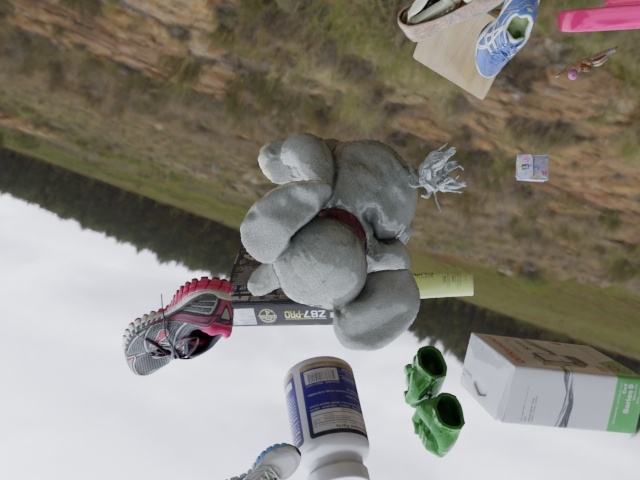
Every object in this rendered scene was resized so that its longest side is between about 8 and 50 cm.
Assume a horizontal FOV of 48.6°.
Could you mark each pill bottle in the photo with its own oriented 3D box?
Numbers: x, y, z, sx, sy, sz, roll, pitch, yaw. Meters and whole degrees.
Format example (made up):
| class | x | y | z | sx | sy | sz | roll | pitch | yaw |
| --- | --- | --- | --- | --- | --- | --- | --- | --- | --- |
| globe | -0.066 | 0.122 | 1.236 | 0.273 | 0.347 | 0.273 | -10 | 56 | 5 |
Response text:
| class | x | y | z | sx | sy | sz | roll | pitch | yaw |
| --- | --- | --- | --- | --- | --- | --- | --- | --- | --- |
| pill bottle | 0.015 | 0.381 | 1.431 | 0.153 | 0.153 | 0.265 | 22 | -141 | -32 |

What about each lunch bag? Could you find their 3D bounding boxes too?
| class | x | y | z | sx | sy | sz | roll | pitch | yaw |
| --- | --- | --- | --- | --- | --- | --- | --- | --- | --- |
| lunch bag | 0.574 | -0.196 | 1.924 | 0.083 | 0.071 | 0.053 | 4 | 177 | -1 |

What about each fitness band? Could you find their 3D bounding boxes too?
| class | x | y | z | sx | sy | sz | roll | pitch | yaw |
| --- | --- | --- | --- | --- | --- | --- | --- | --- | --- |
| fitness band | 0.621 | -0.449 | 1.401 | 0.290 | 0.054 | 0.209 | 5 | -155 | 34 |

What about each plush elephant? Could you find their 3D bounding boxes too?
| class | x | y | z | sx | sy | sz | roll | pitch | yaw |
| --- | --- | --- | --- | --- | --- | --- | --- | --- | --- |
| plush elephant | 0.011 | -0.001 | 0.935 | 0.272 | 0.255 | 0.330 | 54 | 149 | -14 |

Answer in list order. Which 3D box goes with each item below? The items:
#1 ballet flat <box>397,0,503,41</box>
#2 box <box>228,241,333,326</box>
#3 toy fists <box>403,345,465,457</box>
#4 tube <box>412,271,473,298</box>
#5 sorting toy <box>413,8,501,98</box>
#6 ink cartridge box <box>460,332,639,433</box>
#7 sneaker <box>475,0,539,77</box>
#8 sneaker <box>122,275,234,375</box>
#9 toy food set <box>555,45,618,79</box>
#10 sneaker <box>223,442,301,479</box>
| class | x | y | z | sx | sy | sz | roll | pitch | yaw |
| --- | --- | --- | --- | --- | --- | --- | --- | --- | --- |
| ballet flat | 0.310 | -0.560 | 1.645 | 0.316 | 0.108 | 0.106 | -23 | 146 | 38 |
| box | -0.066 | 0.113 | 2.069 | 0.394 | 0.097 | 0.318 | -3 | -143 | 9 |
| toy fists | 0.274 | 0.406 | 1.781 | 0.096 | 0.142 | 0.279 | 0 | -138 | -13 |
| tube | 0.275 | 0.117 | 1.840 | 0.240 | 0.062 | 0.070 | -2 | -167 | 10 |
| sorting toy | 0.430 | -0.589 | 2.064 | 0.255 | 0.089 | 0.257 | 36 | 145 | 14 |
| ink cartridge box | 0.461 | 0.285 | 1.432 | 0.289 | 0.122 | 0.211 | 8 | -171 | -13 |
| sneaker | 0.364 | -0.402 | 1.408 | 0.080 | 0.081 | 0.211 | 15 | 144 | -4 |
| sneaker | -0.273 | 0.181 | 1.319 | 0.120 | 0.299 | 0.112 | 16 | -133 | -39 |
| toy food set | 0.555 | -0.363 | 1.478 | 0.019 | 0.078 | 0.122 | 56 | 154 | -14 |
| sneaker | -0.111 | 0.437 | 1.255 | 0.071 | 0.190 | 0.083 | 54 | 179 | -15 |
